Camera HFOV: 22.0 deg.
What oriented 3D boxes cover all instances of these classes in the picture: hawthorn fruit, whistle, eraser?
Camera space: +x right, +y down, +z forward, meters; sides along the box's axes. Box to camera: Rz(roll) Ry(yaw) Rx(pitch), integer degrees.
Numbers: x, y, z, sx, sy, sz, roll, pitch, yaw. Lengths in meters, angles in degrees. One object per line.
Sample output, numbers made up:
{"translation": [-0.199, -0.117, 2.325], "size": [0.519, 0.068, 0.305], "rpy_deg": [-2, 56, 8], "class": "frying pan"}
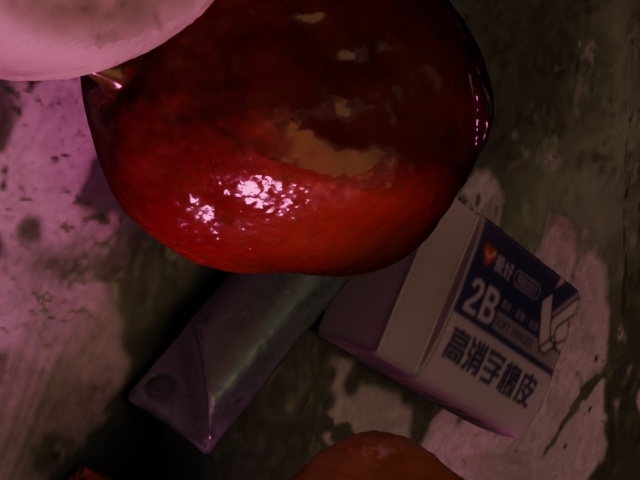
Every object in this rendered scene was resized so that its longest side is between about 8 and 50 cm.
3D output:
{"translation": [-0.030, -0.071, 0.855], "size": [0.251, 0.189, 0.190], "rpy_deg": [3, 102, -47], "class": "hawthorn fruit"}
{"translation": [0.000, 0.000, 1.018], "size": [0.312, 0.062, 0.062], "rpy_deg": [-50, 137, -26], "class": "whistle"}
{"translation": [0.094, 0.050, 1.149], "size": [0.210, 0.068, 0.125], "rpy_deg": [34, 78, -50], "class": "eraser"}

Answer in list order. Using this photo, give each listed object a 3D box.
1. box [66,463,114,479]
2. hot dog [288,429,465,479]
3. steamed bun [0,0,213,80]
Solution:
{"translation": [-0.152, 0.267, 0.929], "size": [0.237, 0.070, 0.152], "rpy_deg": [-56, 139, -23], "class": "box"}
{"translation": [0.032, 0.311, 0.957], "size": [0.185, 0.223, 0.405], "rpy_deg": [-47, 159, -45], "class": "hot dog"}
{"translation": [-0.138, -0.210, 0.670], "size": [0.283, 0.177, 0.283], "rpy_deg": [-29, 127, -48], "class": "steamed bun"}
